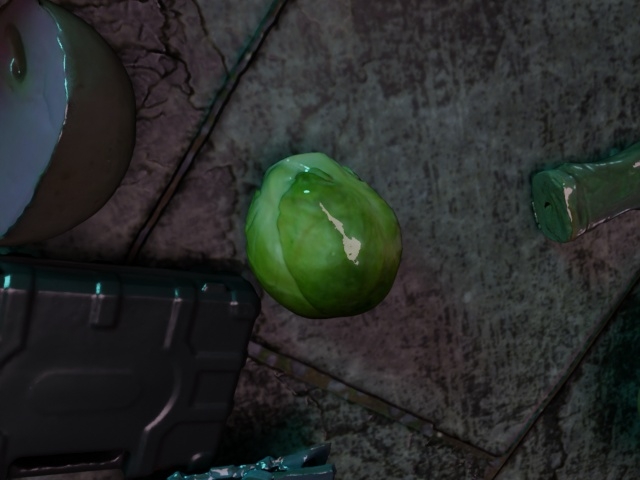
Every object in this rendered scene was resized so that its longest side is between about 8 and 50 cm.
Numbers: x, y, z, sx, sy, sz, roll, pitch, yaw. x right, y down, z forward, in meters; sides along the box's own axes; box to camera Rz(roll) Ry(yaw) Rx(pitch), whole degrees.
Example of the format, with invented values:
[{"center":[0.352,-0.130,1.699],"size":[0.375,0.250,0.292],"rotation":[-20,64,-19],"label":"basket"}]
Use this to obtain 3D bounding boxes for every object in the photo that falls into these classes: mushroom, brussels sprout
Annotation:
[{"center":[-0.211,-0.080,0.440],"size":[0.117,0.141,0.188],"rotation":[17,109,-53],"label":"mushroom"},{"center":[0.002,0.000,0.513],"size":[0.118,0.155,0.155],"rotation":[-14,115,-47],"label":"brussels sprout"}]

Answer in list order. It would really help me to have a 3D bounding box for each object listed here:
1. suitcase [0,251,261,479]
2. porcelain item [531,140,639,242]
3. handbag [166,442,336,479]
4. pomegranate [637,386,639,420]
[{"center":[-0.206,0.114,0.490],"size":[0.286,0.066,0.206],"rotation":[9,106,-33],"label":"suitcase"},{"center":[0.339,-0.067,0.605],"size":[0.216,0.069,0.081],"rotation":[-18,99,-7],"label":"porcelain item"},{"center":[-0.096,0.265,0.574],"size":[0.221,0.057,0.144],"rotation":[-5,141,-12],"label":"handbag"},{"center":[0.549,0.192,0.566],"size":[0.412,0.411,0.411],"rotation":[-4,108,-13],"label":"pomegranate"}]
